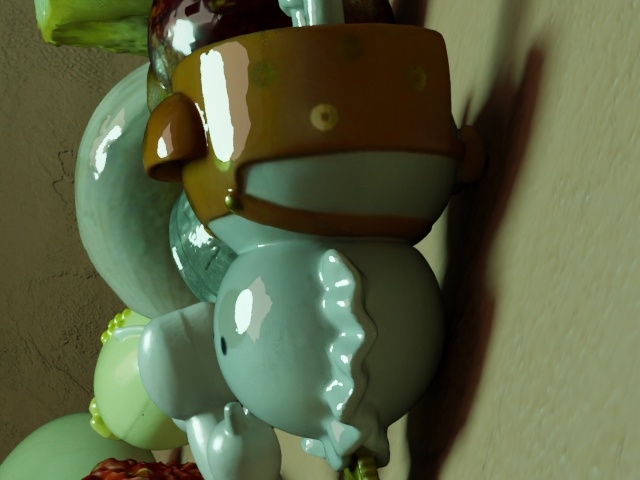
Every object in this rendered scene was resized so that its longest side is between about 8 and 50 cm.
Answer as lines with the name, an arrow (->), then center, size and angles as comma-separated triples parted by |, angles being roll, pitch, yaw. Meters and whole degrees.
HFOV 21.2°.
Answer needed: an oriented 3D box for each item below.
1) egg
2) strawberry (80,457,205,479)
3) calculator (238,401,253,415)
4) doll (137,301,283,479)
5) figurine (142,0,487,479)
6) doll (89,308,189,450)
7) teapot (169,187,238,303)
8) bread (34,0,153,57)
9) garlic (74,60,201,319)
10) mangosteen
egg -> -0.244, 0.280, 1.682 | 0.186, 0.186, 0.242 | 116, 167, -56
strawberry -> -0.070, 0.194, 1.011 | 0.236, 0.106, 0.175 | -86, -25, -49
calculator -> -0.045, 0.098, 1.209 | 0.103, 0.024, 0.166 | 127, 157, -68
doll -> -0.045, 0.110, 0.872 | 0.161, 0.059, 0.160 | 158, 93, -79
figurine -> 0.009, -0.004, 0.734 | 0.143, 0.143, 0.271 | 139, 110, -76
doll -> -0.113, 0.078, 1.364 | 0.141, 0.117, 0.296 | -55, -4, -33
teapot -> -0.016, -0.004, 0.906 | 0.108, 0.111, 0.149 | -51, 20, 43
bread -> -0.056, -0.313, 1.211 | 0.264, 0.239, 0.395 | -158, 79, -73
garlic -> -0.102, -0.014, 1.167 | 0.148, 0.128, 0.267 | 31, 115, 34
mangosteen -> -0.031, -0.092, 1.005 | 0.146, 0.156, 0.181 | -137, 59, -67
